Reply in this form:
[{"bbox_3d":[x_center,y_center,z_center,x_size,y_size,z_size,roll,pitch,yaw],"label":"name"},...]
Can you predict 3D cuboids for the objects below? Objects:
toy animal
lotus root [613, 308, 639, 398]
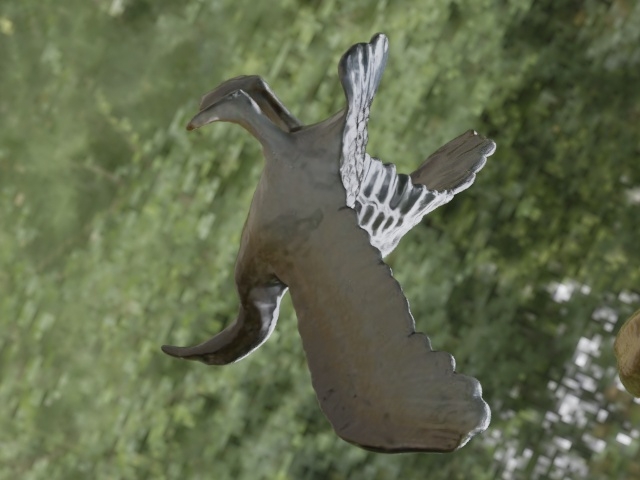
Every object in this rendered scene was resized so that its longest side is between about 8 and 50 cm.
[{"bbox_3d":[-0.011,-0.011,0.849,0.197,0.160,0.272,-17,-161,22],"label":"toy animal"},{"bbox_3d":[0.287,0.095,1.422,0.152,0.063,0.072,107,-31,-64],"label":"lotus root"}]
